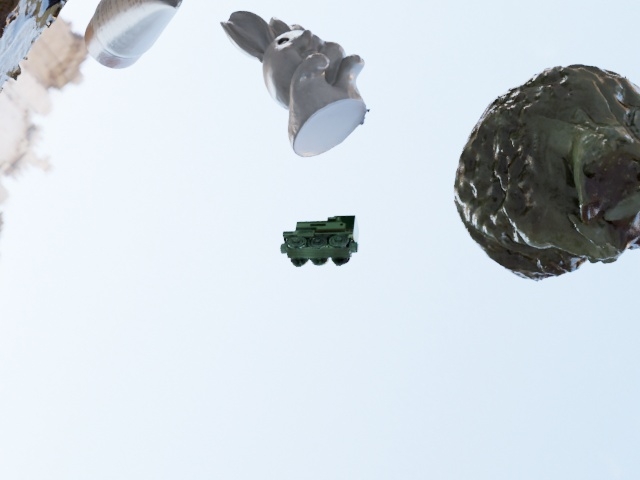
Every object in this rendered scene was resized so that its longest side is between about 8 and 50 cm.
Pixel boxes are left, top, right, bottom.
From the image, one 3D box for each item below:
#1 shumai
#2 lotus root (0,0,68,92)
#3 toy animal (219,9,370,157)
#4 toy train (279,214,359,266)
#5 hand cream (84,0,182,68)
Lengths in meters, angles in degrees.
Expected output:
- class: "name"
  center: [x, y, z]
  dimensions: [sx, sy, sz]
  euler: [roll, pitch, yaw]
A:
- class: "shumai"
  center: [0.281, -0.072, 1.271]
  dimensions: [0.256, 0.189, 0.218]
  euler: [-58, -155, 0]
- class: "lotus root"
  center: [-0.365, -0.275, 1.383]
  dimensions: [0.074, 0.170, 0.261]
  euler: [32, -108, 1]
- class: "toy animal"
  center: [-0.031, -0.217, 1.365]
  dimensions: [0.103, 0.131, 0.221]
  euler: [-16, -121, -26]
- class: "toy train"
  center: [0.000, 0.000, 1.230]
  dimensions: [0.083, 0.033, 0.053]
  euler: [-1, -134, 11]
- class: "hand cream"
  center: [-0.226, -0.317, 1.500]
  dimensions: [0.089, 0.314, 0.140]
  euler: [4, -101, -22]
